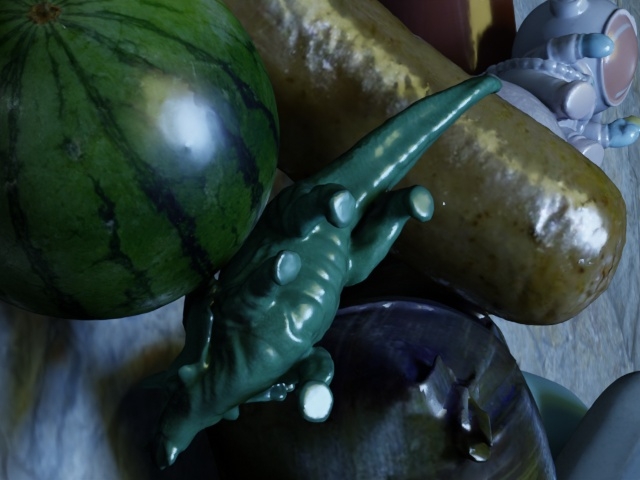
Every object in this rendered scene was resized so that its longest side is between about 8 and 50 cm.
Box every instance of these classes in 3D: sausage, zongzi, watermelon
[{"bbox_3d":[-0.011,-0.112,0.827,0.501,0.136,0.123,39,63,-14],"label":"sausage"},{"bbox_3d":[0.072,0.210,0.954,0.432,0.208,0.403,-51,132,-75],"label":"zongzi"},{"bbox_3d":[-0.113,-0.047,0.679,0.214,0.188,0.188,78,17,-59],"label":"watermelon"}]

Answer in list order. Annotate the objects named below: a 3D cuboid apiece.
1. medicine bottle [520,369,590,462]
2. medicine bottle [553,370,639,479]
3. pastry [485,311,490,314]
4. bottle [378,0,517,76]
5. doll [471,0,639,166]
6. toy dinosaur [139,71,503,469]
[{"bbox_3d":[0.159,0.179,1.142,0.225,0.139,0.139,23,61,-57],"label":"medicine bottle"},{"bbox_3d":[0.215,0.292,1.058,0.375,0.123,0.282,-58,148,-4],"label":"medicine bottle"},{"bbox_3d":[0.139,0.026,1.225,0.140,0.080,0.056,31,43,-54],"label":"pastry"},{"bbox_3d":[0.101,-0.193,1.165,0.144,0.144,0.336,3,79,-61],"label":"bottle"},{"bbox_3d":[0.160,-0.099,1.041,0.287,0.151,0.151,-47,123,-36],"label":"doll"},{"bbox_3d":[0.006,0.003,0.709,0.292,0.120,0.079,-46,112,-7],"label":"toy dinosaur"}]
